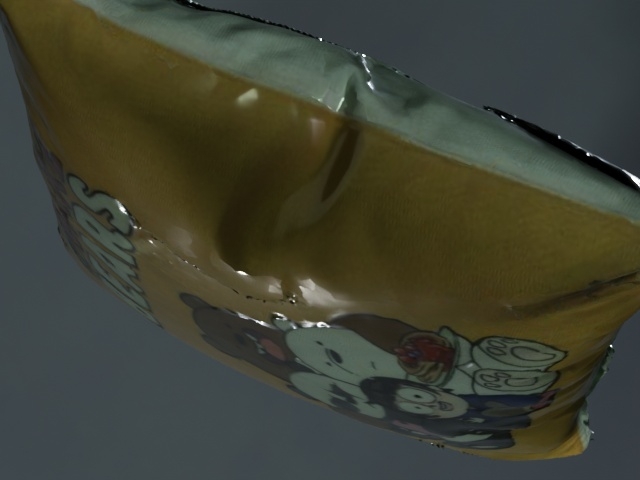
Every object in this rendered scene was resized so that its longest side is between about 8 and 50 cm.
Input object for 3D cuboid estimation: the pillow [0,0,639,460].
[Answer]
[{"bbox_3d":[0.000,0.000,0.763,0.310,0.312,0.119,89,26,-71],"label":"pillow"}]
